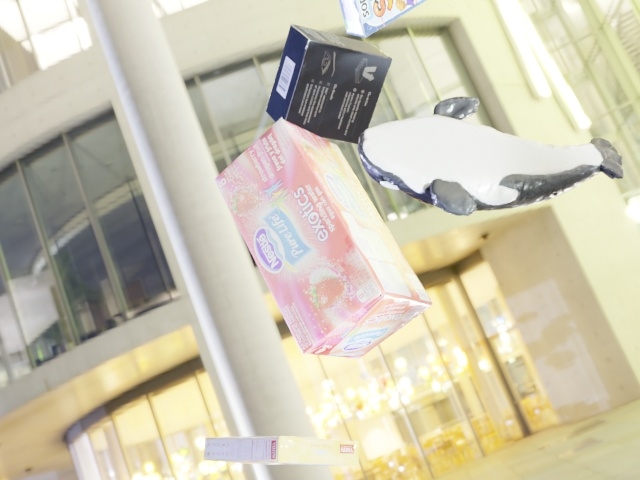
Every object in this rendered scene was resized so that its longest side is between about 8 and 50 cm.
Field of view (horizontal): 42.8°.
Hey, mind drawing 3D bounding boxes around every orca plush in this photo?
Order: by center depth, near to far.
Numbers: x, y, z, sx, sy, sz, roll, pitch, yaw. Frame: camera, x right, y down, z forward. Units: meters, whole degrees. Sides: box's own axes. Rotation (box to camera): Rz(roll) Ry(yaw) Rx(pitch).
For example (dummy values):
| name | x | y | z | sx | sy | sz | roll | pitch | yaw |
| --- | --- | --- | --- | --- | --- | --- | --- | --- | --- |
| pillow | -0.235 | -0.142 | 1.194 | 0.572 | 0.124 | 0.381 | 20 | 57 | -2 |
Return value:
| name | x | y | z | sx | sy | sz | roll | pitch | yaw |
| --- | --- | --- | --- | --- | --- | --- | --- | --- | --- |
| orca plush | 0.185 | -0.081 | 0.934 | 0.287 | 0.151 | 0.102 | -10 | -27 | -9 |

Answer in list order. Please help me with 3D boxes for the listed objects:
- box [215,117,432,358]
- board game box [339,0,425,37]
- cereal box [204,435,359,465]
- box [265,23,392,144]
| name | x | y | z | sx | sy | sz | roll | pitch | yaw |
| --- | --- | --- | --- | --- | --- | --- | --- | --- | --- |
| box | 0.000 | 0.000 | 1.124 | 0.142 | 0.300 | 0.154 | -39 | -27 | 20 |
| board game box | 0.063 | -0.335 | 0.854 | 0.136 | 0.035 | 0.201 | -36 | -51 | -22 |
| cereal box | -0.072 | 0.370 | 1.437 | 0.173 | 0.047 | 0.240 | 14 | -20 | -36 |
| box | 0.012 | -0.255 | 1.347 | 0.158 | 0.093 | 0.156 | 7 | -64 | -27 |
